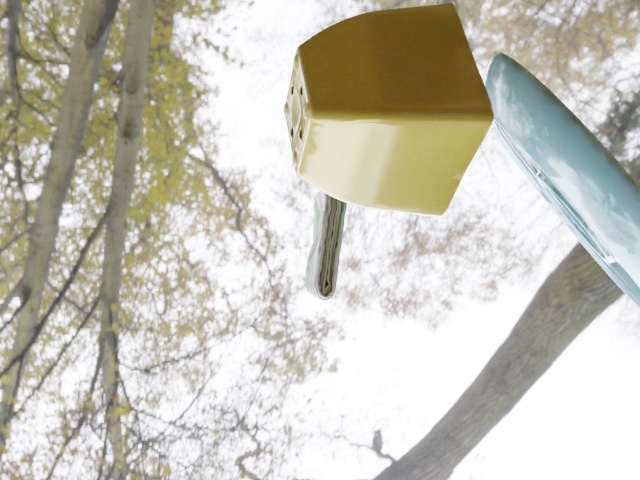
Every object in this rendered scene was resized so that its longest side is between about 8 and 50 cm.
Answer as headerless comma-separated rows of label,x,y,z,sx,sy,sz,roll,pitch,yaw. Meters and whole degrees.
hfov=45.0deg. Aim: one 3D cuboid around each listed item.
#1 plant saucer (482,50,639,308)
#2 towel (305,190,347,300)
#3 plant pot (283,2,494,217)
plant saucer,0.238,-0.031,0.685,0.317,0.044,0.317,47,-169,-13
towel,0.000,0.000,0.746,0.023,0.152,0.113,9,-93,-7
plant pot,0.027,-0.065,0.395,0.083,0.081,0.081,-2,-124,-13
